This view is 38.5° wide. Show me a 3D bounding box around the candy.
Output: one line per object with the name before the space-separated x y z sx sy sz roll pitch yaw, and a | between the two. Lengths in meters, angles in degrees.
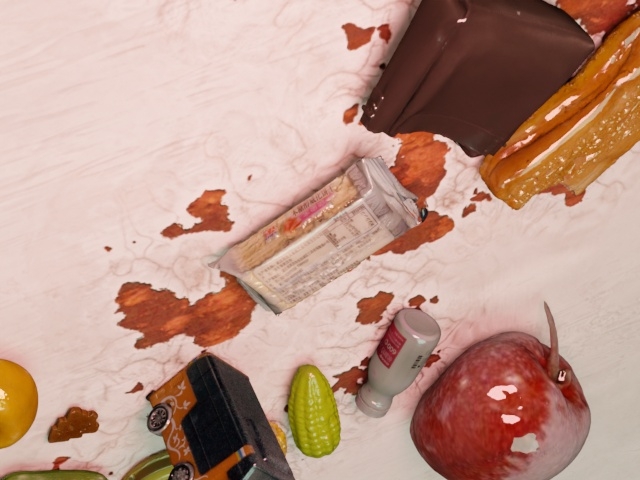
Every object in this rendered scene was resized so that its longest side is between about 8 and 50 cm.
candy | -0.014 0.305 1.673 0.097 0.096 0.209 -16 129 -13

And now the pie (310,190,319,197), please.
pie | 0.012 -0.049 1.417 0.085 0.020 0.084 -14 134 -16

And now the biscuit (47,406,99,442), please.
biscuit | -0.413 0.310 1.528 0.092 0.016 0.082 -31 141 3

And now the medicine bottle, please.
medicine bottle | 0.136 0.228 1.677 0.091 0.090 0.216 6 126 -31

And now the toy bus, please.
toy bus | -0.161 0.332 1.490 0.167 0.275 0.138 -40 134 8

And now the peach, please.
peach | -0.509 0.252 1.367 0.179 0.103 0.179 -12 131 -14

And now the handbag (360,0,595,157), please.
handbag | 0.212 -0.234 1.288 0.285 0.113 0.257 4 133 -38

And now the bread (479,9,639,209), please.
bread | 0.426 -0.188 1.441 0.380 0.109 0.185 -44 138 16

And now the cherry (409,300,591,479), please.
cherry | 0.351 0.333 1.762 0.327 0.291 0.335 -10 152 -32

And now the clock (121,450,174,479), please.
clock | -0.268 0.479 1.725 0.237 0.057 0.237 -13 134 -14

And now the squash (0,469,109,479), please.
squash | -0.458 0.428 1.573 0.219 0.068 0.077 7 158 -30

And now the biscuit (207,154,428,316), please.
biscuit | 0.003 0.002 1.389 0.309 0.079 0.186 -36 138 10

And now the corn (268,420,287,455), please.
corn | -0.117 0.440 1.737 0.093 0.093 0.244 -8 132 -20
